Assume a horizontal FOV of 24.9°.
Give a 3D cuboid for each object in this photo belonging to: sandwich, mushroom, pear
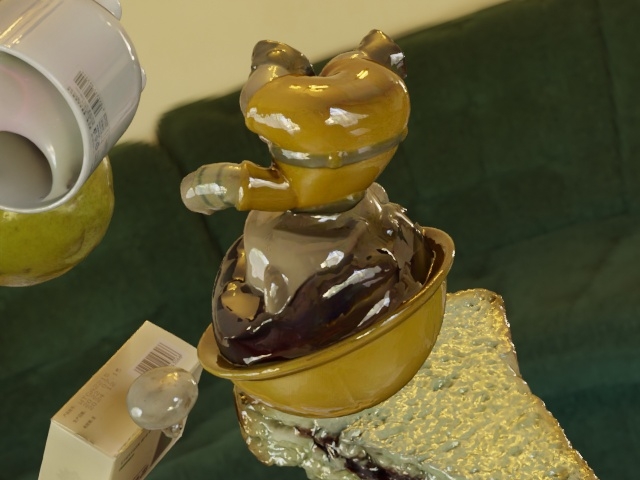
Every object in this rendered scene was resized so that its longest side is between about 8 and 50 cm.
[{"bbox_3d":[0.071,0.162,1.180,0.254,0.100,0.288,-7,36,-14],"label":"sandwich"},{"bbox_3d":[-0.171,0.184,1.611,0.085,0.079,0.085,-17,30,10],"label":"mushroom"},{"bbox_3d":[-0.306,-0.048,1.477,0.200,0.200,0.200,-19,13,4],"label":"pear"}]

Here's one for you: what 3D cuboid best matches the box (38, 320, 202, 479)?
[{"bbox_3d":[-0.242,0.228,1.747,0.212,0.095,0.168,-49,-14,-47],"label":"box"}]

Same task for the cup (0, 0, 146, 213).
[{"bbox_3d":[-0.197,-0.095,1.051,0.134,0.173,0.142,9,35,15],"label":"cup"}]

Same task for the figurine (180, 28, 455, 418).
[{"bbox_3d":[0.003,0.002,0.958,0.192,0.257,0.167,-27,46,-30],"label":"figurine"}]
